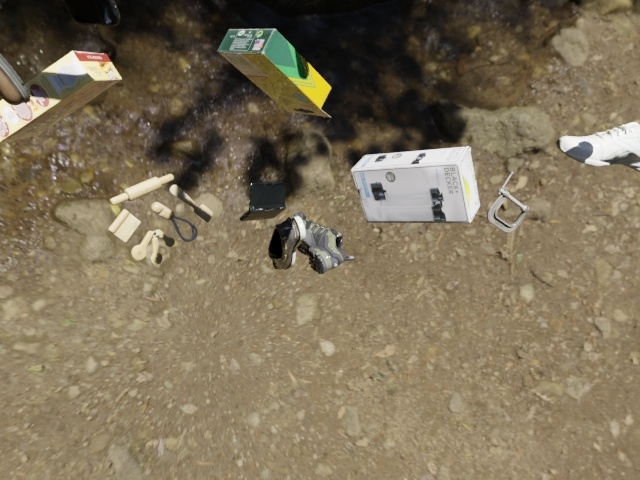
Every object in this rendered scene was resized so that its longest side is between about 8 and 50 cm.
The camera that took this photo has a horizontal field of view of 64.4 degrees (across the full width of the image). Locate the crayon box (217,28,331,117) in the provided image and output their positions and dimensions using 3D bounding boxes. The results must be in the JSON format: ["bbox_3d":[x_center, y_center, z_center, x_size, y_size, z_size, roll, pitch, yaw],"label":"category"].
[{"bbox_3d":[-0.112,-0.475,1.459,0.318,0.202,0.081,32,81,-49],"label":"crayon box"}]

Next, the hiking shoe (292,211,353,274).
[{"bbox_3d":[0.000,0.000,1.377,0.114,0.086,0.227,-13,46,-21],"label":"hiking shoe"}]

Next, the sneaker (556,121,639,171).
[{"bbox_3d":[0.390,-0.128,0.667,0.152,0.061,0.054,8,33,2],"label":"sneaker"}]

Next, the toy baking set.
[{"bbox_3d":[-0.383,-0.057,1.218,0.256,0.030,0.197,-38,126,-36],"label":"toy baking set"}]

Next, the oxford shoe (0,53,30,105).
[{"bbox_3d":[-0.523,-0.262,0.709,0.227,0.082,0.096,41,71,-27],"label":"oxford shoe"}]

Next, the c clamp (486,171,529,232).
[{"bbox_3d":[0.524,-0.093,1.399,0.160,0.022,0.137,32,100,-36],"label":"c clamp"}]

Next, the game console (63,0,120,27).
[{"bbox_3d":[-0.493,-0.551,0.950,0.213,0.361,0.044,7,64,1],"label":"game console"}]

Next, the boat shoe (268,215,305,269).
[{"bbox_3d":[-0.100,0.014,1.299,0.068,0.228,0.081,-16,66,-24],"label":"boat shoe"}]

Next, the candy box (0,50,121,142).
[{"bbox_3d":[-0.713,-0.384,1.357,0.316,0.183,0.088,-27,104,11],"label":"candy box"}]

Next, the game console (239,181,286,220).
[{"bbox_3d":[-0.163,-0.108,1.429,0.122,0.107,0.071,-7,73,-40],"label":"game console"}]

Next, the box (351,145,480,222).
[{"bbox_3d":[0.239,-0.135,1.285,0.087,0.289,0.169,-48,130,-44],"label":"box"}]
